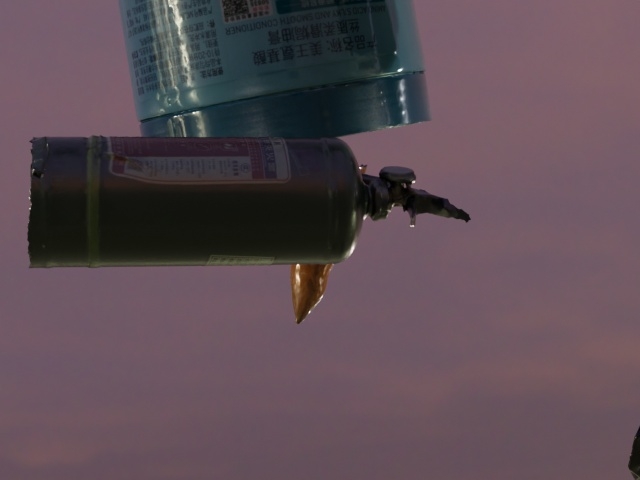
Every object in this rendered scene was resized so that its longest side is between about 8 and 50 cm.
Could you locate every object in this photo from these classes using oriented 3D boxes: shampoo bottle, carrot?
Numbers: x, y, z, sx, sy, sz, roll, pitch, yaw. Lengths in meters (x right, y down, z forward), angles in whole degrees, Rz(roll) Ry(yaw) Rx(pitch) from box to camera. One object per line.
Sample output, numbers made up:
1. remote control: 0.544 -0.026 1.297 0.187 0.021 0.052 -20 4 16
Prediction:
1. shampoo bottle: -0.063 -0.273 1.801 0.331 0.343 0.331 -10 4 1
2. carrot: 0.000 0.000 1.904 0.072 0.205 0.072 12 -7 1

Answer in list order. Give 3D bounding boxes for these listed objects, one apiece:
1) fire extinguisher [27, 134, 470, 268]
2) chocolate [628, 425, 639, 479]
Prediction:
1. fire extinguisher: -0.050 -0.029 1.095 0.294 0.093 0.118 -1 19 -9
2. chocolate: 0.437 0.225 1.801 0.133 0.156 0.156 19 -15 24
